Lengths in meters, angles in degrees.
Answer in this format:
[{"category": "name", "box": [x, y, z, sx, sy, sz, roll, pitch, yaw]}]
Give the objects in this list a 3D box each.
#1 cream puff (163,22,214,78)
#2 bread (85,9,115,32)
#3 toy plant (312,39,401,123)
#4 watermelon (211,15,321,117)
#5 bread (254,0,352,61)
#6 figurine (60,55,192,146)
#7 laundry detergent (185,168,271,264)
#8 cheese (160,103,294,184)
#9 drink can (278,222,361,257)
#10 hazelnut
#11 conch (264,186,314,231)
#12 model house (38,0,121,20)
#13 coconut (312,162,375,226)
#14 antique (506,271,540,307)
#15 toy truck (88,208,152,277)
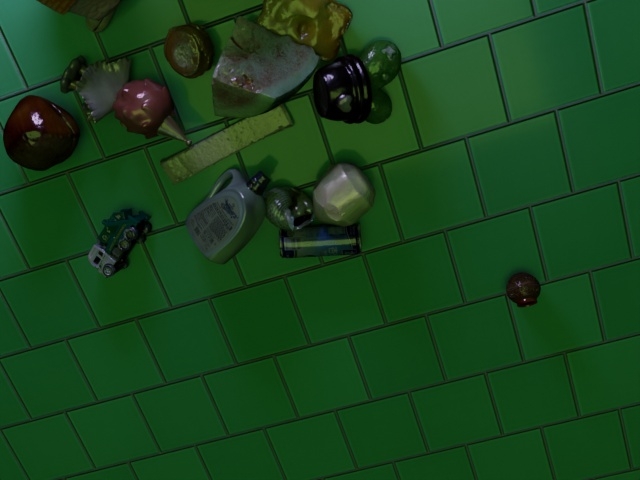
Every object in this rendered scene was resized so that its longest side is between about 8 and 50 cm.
[{"category": "cream puff", "box": [-0.342, -0.500, 1.815, 0.126, 0.103, 0.144, 6, 112, 15]}, {"category": "bread", "box": [-0.565, -0.644, 1.798, 0.073, 0.053, 0.214, 21, 110, -9]}, {"category": "toy plant", "box": [0.104, -0.407, 1.803, 0.235, 0.175, 0.218, -13, 120, -21]}, {"category": "watermelon", "box": [-0.167, -0.429, 1.783, 0.310, 0.193, 0.232, 0, 152, 34]}, {"category": "bread", "box": [-0.043, -0.570, 1.777, 0.233, 0.088, 0.161, 25, 114, -4]}, {"category": "figurine", "box": [-0.504, -0.369, 1.852, 0.386, 0.166, 0.207, 25, 74, 0]}, {"category": "laundry detergent", "box": [-0.249, -0.093, 1.931, 0.105, 0.215, 0.280, 17, 118, -50]}, {"category": "cheese", "box": [-0.268, -0.273, 1.934, 0.400, 0.034, 0.085, -24, 108, 11]}, {"category": "drink can", "box": [0.000, 0.000, 1.992, 0.235, 0.097, 0.097, -4, 111, 4]}, {"category": "hazelnut", "box": [-0.773, -0.303, 1.881, 0.208, 0.208, 0.208, 1, 111, 3]}, {"category": "conch", "box": [-0.091, -0.086, 1.959, 0.135, 0.102, 0.153, -26, 75, -19]}, {"category": "model house", "box": [-0.606, -0.692, 1.648, 0.202, 0.237, 0.237, -35, 84, 22]}, {"category": "coconut", "box": [0.054, -0.123, 1.909, 0.183, 0.171, 0.171, -35, 105, 12]}, {"category": "antique", "box": [0.592, 0.141, 2.012, 0.104, 0.104, 0.104, 1, 111, 3]}, {"category": "toy truck", "box": [-0.597, -0.003, 2.022, 0.116, 0.110, 0.216, 37, 110, 3]}]
